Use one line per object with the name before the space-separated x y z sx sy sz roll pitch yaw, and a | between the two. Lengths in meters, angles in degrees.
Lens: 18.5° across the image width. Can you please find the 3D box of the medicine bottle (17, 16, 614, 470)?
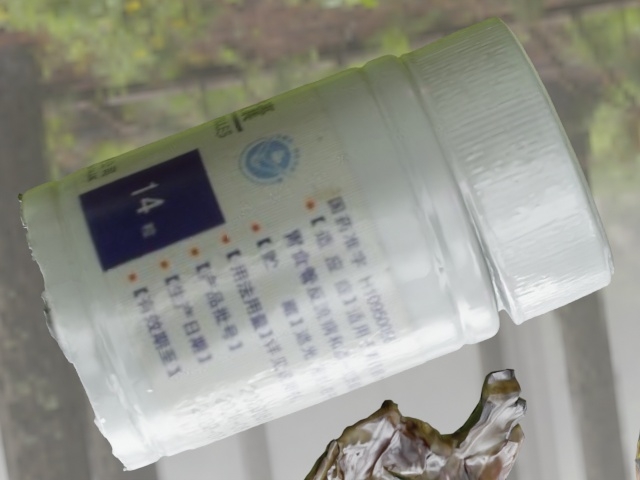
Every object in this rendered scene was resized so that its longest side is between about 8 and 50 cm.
medicine bottle | 0.000 0.000 1.222 0.332 0.190 0.190 -20 -174 -1

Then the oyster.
oyster | -0.037 0.176 0.820 0.221 0.096 0.361 -8 152 -16

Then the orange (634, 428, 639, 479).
orange | 0.281 0.136 1.191 0.177 0.155 0.177 -32 -167 8
